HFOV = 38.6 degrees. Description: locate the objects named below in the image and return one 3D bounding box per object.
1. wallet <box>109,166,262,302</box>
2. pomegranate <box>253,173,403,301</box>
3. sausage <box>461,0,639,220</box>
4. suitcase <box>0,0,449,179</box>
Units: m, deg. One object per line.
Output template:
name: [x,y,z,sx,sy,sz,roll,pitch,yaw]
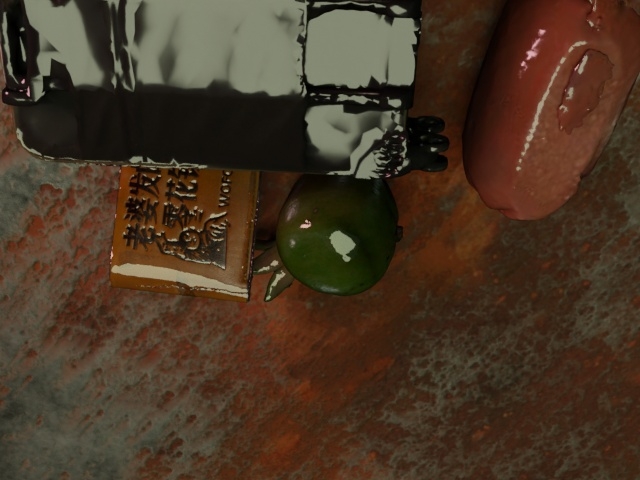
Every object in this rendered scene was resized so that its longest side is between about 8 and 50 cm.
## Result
wallet: [-0.147,-0.037,0.996,0.161,0.042,0.195,6,84,2]
pomegranate: [0.000,0.000,1.016,0.131,0.152,0.191,42,125,-18]
sausage: [0.235,-0.155,0.923,0.152,0.152,0.279,13,118,-6]
suitcase: [-0.089,-0.210,0.871,0.434,0.194,0.283,2,115,0]
